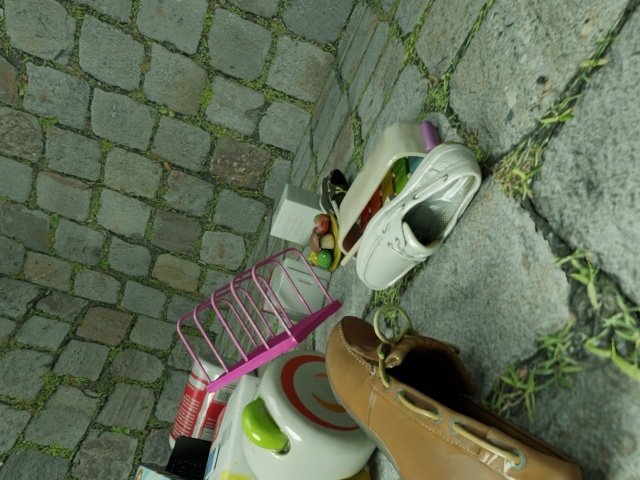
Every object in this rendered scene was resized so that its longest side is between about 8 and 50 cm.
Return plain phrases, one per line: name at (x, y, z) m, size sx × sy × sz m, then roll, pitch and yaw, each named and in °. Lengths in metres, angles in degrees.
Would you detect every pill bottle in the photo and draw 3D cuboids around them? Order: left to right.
pill bottle at (-0.398, 0.636, 1.605) m, size 0.229 × 0.229 × 0.407 m, roll 174°, pitch 115°, yaw -75°

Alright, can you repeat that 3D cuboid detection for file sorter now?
file sorter at (-0.146, 0.169, 1.002) m, size 0.291 × 0.182 × 0.202 m, roll -35°, pitch -5°, yaw 30°

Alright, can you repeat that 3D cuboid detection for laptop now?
laptop at (-0.302, 0.678, 1.161) m, size 0.136 × 0.234 × 0.264 m, roll -133°, pitch 63°, yaw -73°

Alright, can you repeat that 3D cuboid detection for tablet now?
tablet at (-0.233, 0.477, 0.962) m, size 0.083 × 0.006 × 0.054 m, roll 121°, pitch 162°, yaw -45°

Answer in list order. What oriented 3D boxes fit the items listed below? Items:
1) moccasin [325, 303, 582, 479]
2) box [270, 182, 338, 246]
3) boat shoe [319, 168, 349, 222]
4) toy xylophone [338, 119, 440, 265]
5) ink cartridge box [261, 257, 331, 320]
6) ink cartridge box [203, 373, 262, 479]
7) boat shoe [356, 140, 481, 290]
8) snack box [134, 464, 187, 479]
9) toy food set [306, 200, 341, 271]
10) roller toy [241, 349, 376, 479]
moccasin at (0.104, 0.158, 0.482) m, size 0.380 × 0.139 × 0.147 m, roll -142°, pitch 73°, yaw -75°
box at (-0.040, -0.064, 1.274) m, size 0.091 × 0.170 × 0.130 m, roll -92°, pitch 25°, yaw -53°
boat shoe at (0.044, -0.124, 1.217) m, size 0.068 × 0.081 × 0.227 m, roll -57°, pitch 23°, yaw 25°
toy xylophone at (0.115, -0.073, 0.874) m, size 0.322 × 0.081 × 0.236 m, roll 124°, pitch 160°, yaw -48°
ink cartridge box at (-0.069, 0.138, 1.206) m, size 0.176 × 0.128 × 0.127 m, roll 140°, pitch 146°, yaw -66°
ink cartridge box at (-0.158, 0.531, 0.952) m, size 0.279 × 0.160 × 0.384 m, roll 122°, pitch 161°, yaw -44°
boat shoe at (0.137, -0.014, 0.672) m, size 0.096 × 0.098 × 0.277 m, roll -89°, pitch 24°, yaw -55°
snack box at (-0.372, 0.632, 1.014) m, size 0.322 × 0.060 × 0.187 m, roll -25°, pitch 46°, yaw 50°
toy food set at (0.000, 0.000, 1.110) m, size 0.218 × 0.071 × 0.128 m, roll 107°, pitch 152°, yaw -60°
roller toy at (-0.012, 0.277, 0.672) m, size 0.191 × 0.209 × 0.146 m, roll -69°, pitch 3°, yaw -69°
